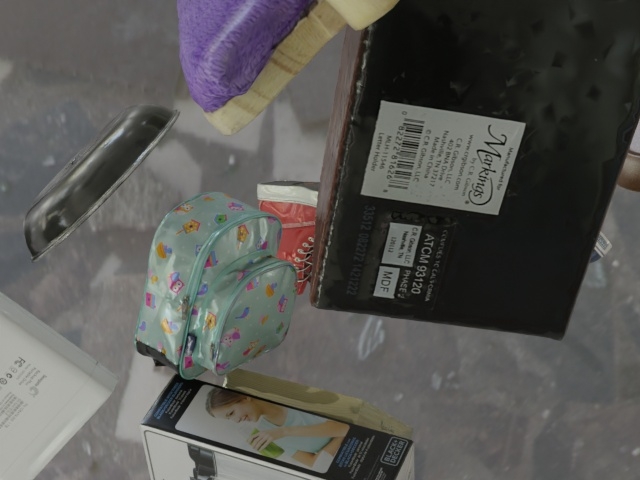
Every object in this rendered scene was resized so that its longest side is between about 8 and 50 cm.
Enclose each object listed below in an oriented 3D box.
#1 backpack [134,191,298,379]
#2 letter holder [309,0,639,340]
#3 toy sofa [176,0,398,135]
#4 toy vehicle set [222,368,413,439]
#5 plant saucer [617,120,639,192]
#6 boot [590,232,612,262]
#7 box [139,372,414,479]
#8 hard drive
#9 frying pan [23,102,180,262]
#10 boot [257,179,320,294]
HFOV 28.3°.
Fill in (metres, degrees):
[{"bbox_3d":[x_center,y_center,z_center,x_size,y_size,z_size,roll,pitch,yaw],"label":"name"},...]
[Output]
[{"bbox_3d":[-0.112,0.047,1.405,0.144,0.188,0.166,19,25,33],"label":"backpack"},{"bbox_3d":[0.091,-0.132,0.728,0.152,0.302,0.214,7,35,-5],"label":"letter holder"},{"bbox_3d":[-0.042,-0.194,0.551,0.177,0.362,0.150,-42,111,8],"label":"toy sofa"},{"bbox_3d":[0.003,0.208,1.530,0.166,0.267,0.035,12,79,19],"label":"toy vehicle set"},{"bbox_3d":[0.450,-0.150,1.645,0.198,0.036,0.198,-25,39,23],"label":"plant saucer"},{"bbox_3d":[0.300,0.006,1.592,0.086,0.190,0.069,-41,93,5],"label":"boot"},{"bbox_3d":[-0.045,0.266,1.401,0.290,0.169,0.087,14,43,19],"label":"box"},{"bbox_3d":[-0.454,0.143,1.551,0.353,0.233,0.047,38,28,-12],"label":"hard drive"},{"bbox_3d":[-0.187,-0.097,1.230,0.053,0.197,0.326,44,41,-14],"label":"frying pan"},{"bbox_3d":[0.000,0.000,1.944,0.088,0.244,0.176,-11,100,-40],"label":"boot"}]
